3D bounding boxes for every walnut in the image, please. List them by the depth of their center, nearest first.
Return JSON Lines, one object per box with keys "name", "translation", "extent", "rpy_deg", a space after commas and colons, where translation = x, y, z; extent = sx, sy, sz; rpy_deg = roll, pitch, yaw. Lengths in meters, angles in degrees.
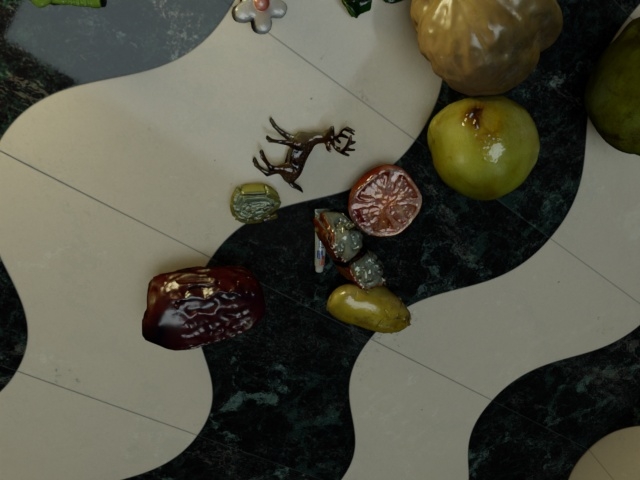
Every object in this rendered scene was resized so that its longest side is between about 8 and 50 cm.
{"name": "walnut", "translation": [0.418, -0.551, 1.376], "extent": [0.382, 0.384, 0.384], "rpy_deg": [-5, 116, -10]}

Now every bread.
{"name": "bread", "translation": [-0.197, -0.112, 1.626], "extent": [0.156, 0.064, 0.118], "rpy_deg": [-9, 118, -6]}

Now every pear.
{"name": "pear", "translation": [0.974, -0.445, 1.570], "extent": [0.351, 0.352, 0.414], "rpy_deg": [-14, 121, -5]}

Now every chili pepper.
{"name": "chili pepper", "translation": [0.174, -0.676, 1.428], "extent": [0.253, 0.084, 0.099], "rpy_deg": [-20, 127, 2]}

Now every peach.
{"name": "peach", "translation": [0.470, -0.265, 1.549], "extent": [0.313, 0.282, 0.316], "rpy_deg": [5, 160, -3]}

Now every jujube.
{"name": "jujube", "translation": [-0.365, 0.199, 1.647], "extent": [0.376, 0.258, 0.259], "rpy_deg": [-14, 118, -19]}

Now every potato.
{"name": "potato", "translation": [0.173, 0.229, 1.826], "extent": [0.300, 0.140, 0.173], "rpy_deg": [19, 123, -14]}

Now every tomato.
{"name": "tomato", "translation": [0.197, -0.132, 1.685], "extent": [0.236, 0.095, 0.237], "rpy_deg": [-3, 118, -7]}

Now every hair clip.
{"name": "hair clip", "translation": [-0.165, -0.664, 1.369], "extent": [0.146, 0.075, 0.257], "rpy_deg": [-7, 112, -4]}

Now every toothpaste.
{"name": "toothpaste", "translation": [0.000, 0.000, 1.743], "extent": [0.052, 0.033, 0.219], "rpy_deg": [-3, 112, -16]}

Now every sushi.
{"name": "sushi", "translation": [0.099, 0.036, 1.721], "extent": [0.129, 0.124, 0.332], "rpy_deg": [-36, 120, -7]}

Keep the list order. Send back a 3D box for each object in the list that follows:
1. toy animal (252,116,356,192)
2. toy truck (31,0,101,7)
{"name": "toy animal", "translation": [-0.047, -0.268, 1.588], "extent": [0.259, 0.087, 0.244], "rpy_deg": [18, 124, -21]}
{"name": "toy truck", "translation": [-0.636, -0.627, 1.251], "extent": [0.186, 0.148, 0.211], "rpy_deg": [-18, 142, -5]}
